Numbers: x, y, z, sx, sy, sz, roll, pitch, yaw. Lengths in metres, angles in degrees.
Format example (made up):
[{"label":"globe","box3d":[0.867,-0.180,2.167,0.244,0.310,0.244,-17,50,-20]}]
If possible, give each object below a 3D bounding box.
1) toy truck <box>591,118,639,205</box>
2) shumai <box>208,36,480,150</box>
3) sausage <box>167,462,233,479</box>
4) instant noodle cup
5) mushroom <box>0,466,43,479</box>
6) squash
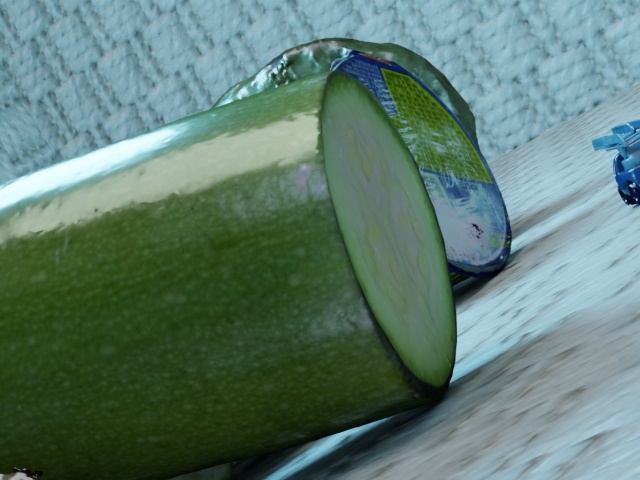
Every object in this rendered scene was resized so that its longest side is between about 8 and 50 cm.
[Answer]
[{"label":"toy truck","box3d":[0.306,-0.077,1.926,0.063,0.074,0.136,-31,2,-6]},{"label":"shumai","box3d":[0.047,-0.066,2.451,0.397,0.324,0.323,-24,-10,21]},{"label":"sausage","box3d":[-0.180,0.217,1.705,0.066,0.066,0.301,-32,8,-40]},{"label":"instant noodle cup","box3d":[0.000,0.000,2.110,0.312,0.284,0.284,-38,-2,29]},{"label":"mushroom","box3d":[-0.265,0.267,1.427,0.285,0.156,0.151,-30,29,53]},{"label":"squash","box3d":[-0.118,0.048,1.494,0.384,0.263,0.263,-17,6,17]}]
